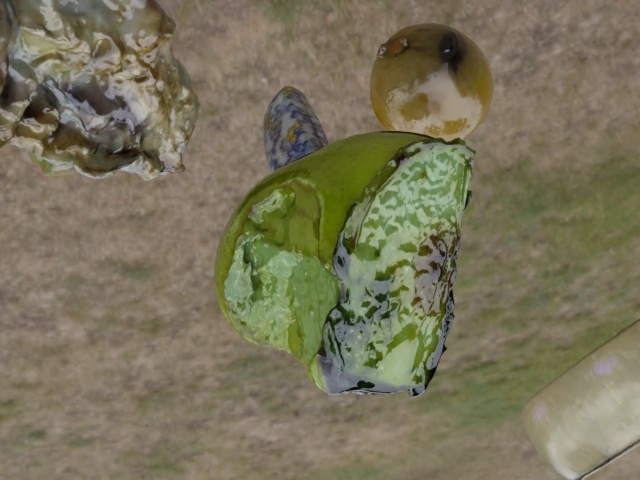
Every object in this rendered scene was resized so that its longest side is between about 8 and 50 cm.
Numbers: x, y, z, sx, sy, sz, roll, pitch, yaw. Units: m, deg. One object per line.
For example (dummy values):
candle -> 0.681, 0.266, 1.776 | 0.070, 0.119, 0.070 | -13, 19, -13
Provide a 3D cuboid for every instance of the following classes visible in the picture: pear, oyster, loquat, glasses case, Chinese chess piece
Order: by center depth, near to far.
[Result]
oyster -> -0.175, -0.156, 0.649 | 0.107, 0.201, 0.354 | -15, 168, 19
pear -> 0.000, 0.000, 0.869 | 0.164, 0.238, 0.255 | 0, -166, -39
Chinese chess piece -> 0.362, 0.170, 1.041 | 0.270, 0.112, 0.270 | -29, 159, -12
loquat -> 0.129, -0.178, 1.061 | 0.137, 0.163, 0.163 | -29, 147, 28
glasses case -> -0.032, -0.122, 1.249 | 0.065, 0.248, 0.087 | 19, 121, -29

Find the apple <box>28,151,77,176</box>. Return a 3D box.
apple -> -0.285, -0.189, 1.137 | 0.120, 0.193, 0.264 | 9, 111, -25
